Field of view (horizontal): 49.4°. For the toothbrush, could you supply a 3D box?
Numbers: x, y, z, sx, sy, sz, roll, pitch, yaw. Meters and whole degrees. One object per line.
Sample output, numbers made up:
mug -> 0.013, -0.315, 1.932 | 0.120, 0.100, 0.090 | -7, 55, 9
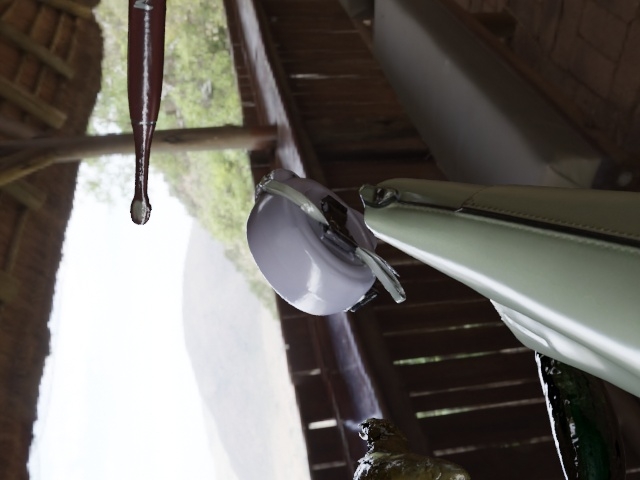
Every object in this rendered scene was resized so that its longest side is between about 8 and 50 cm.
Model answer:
toothbrush -> -0.190, -0.189, 0.759 | 0.041, 0.041, 0.363 | -122, 36, -67

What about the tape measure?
tape measure -> 0.002, 0.004, 0.864 | 0.105, 0.196, 0.178 | -37, 41, 27

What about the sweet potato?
sweet potato -> 0.100, 0.330, 0.990 | 0.124, 0.098, 0.310 | -52, 6, -11

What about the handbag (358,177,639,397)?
handbag -> 0.150, 0.041, 0.441 | 0.315, 0.241, 0.109 | 9, 69, 49

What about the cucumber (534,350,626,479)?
cucumber -> 0.213, 0.120, 0.585 | 0.284, 0.056, 0.056 | -72, -14, -58
